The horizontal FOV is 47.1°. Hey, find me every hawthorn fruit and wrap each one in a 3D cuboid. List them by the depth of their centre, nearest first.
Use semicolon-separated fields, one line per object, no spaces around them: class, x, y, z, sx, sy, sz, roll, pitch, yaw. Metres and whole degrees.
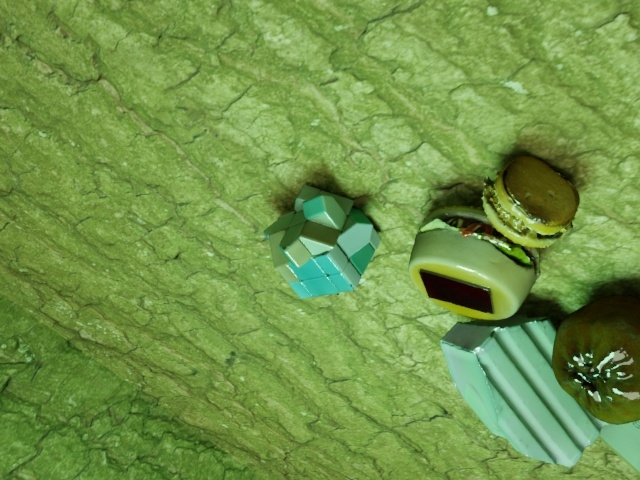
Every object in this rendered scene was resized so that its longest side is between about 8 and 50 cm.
hawthorn fruit;0.670;0.245;1.617;0.268;0.301;0.268;22;122;40

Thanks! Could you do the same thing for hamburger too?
hamburger;0.427;-0.075;1.482;0.182;0.191;0.118;62;150;21
hamburger;0.338;0.049;1.623;0.302;0.170;0.302;23;156;11

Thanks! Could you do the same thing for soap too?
soap;0.494;0.349;1.773;0.446;0.261;0.156;49;169;-22

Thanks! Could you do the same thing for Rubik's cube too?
Rubik's cube;0.000;0.000;1.709;0.265;0.224;0.213;-14;123;40

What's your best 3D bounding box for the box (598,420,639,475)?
box;0.812;0.492;1.861;0.270;0.045;0.211;42;139;19
